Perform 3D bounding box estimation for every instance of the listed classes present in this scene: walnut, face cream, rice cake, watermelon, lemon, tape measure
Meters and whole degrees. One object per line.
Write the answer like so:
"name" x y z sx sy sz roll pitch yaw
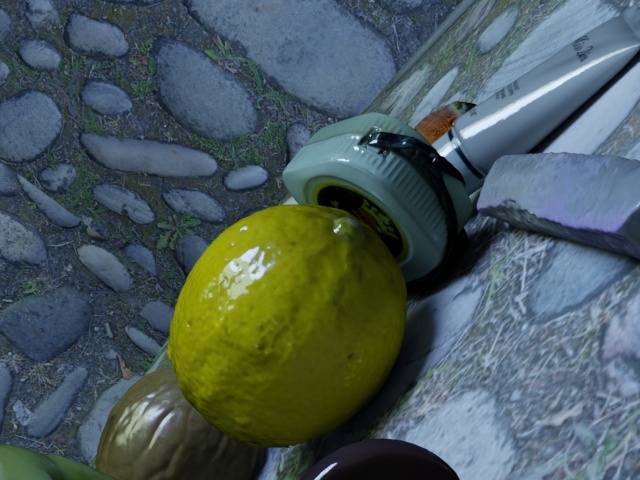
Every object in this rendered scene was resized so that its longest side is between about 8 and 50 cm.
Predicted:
"walnut" -0.193 0.282 1.220 0.228 0.228 0.228 -50 9 11
"face cream" 0.258 -0.160 1.099 0.314 0.089 0.143 -37 15 21
"rice cake" 0.221 -0.034 0.808 0.070 0.064 0.399 -61 9 2
"watermelon" 0.197 -0.148 1.357 0.163 0.087 0.069 148 127 -69
"lemon" -0.039 0.098 1.017 0.320 0.245 0.245 -57 6 28
"tape measure" 0.092 -0.039 1.073 0.207 0.235 0.115 -11 37 55

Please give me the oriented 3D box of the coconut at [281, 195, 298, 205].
"coconut" 0.000 0.000 1.343 0.171 0.171 0.183 -173 77 -79

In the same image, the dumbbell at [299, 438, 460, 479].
"dumbbell" 0.053 0.200 0.500 0.124 0.140 0.225 -17 6 -9

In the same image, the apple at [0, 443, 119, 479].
"apple" -0.241 0.349 0.747 0.357 0.357 0.357 -50 9 11
